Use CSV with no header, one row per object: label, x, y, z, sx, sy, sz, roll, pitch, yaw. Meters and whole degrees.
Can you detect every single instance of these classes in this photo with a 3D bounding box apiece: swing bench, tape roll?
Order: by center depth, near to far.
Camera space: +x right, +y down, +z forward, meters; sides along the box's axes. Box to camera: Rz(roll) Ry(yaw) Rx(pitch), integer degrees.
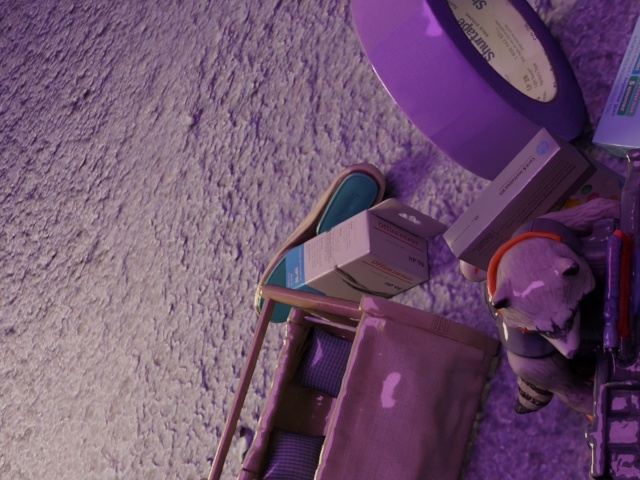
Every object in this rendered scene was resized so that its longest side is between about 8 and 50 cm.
tape roll,0.161,-0.199,1.250,0.090,0.275,0.274,-38,45,32
swing bench,0.030,0.196,1.282,0.255,0.165,0.253,3,72,51

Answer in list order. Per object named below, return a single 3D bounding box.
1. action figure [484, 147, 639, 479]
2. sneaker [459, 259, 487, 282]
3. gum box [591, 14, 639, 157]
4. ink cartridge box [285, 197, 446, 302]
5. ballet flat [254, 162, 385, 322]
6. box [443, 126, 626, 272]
action figure,0.209,0.114,0.968,0.179,0.330,0.341,-1,61,23
sneaker,0.215,-0.005,1.258,0.161,0.057,0.075,-47,35,18
gum box,0.376,-0.152,1.159,0.184,0.041,0.157,16,83,52
ink cartridge box,0.055,0.024,1.397,0.180,0.104,0.060,-28,50,39
ballet flat,0.000,0.000,1.512,0.248,0.086,0.086,-51,39,15
box,0.232,-0.015,1.135,0.145,0.186,0.038,-48,42,21
